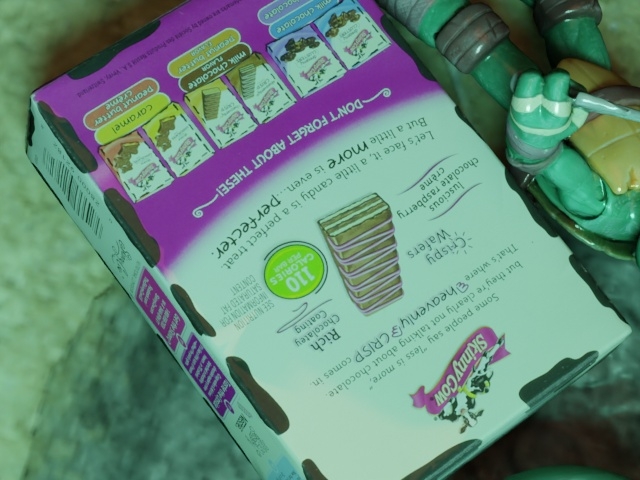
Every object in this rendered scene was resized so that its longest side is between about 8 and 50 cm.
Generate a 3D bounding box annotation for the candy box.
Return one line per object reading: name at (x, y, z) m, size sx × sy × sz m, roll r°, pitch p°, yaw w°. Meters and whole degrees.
candy box at (0.000, 0.000, 0.795) m, size 0.159 × 0.071 × 0.233 m, roll -33°, pitch 79°, yaw -20°

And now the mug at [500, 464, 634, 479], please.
mug at (0.092, 0.166, 0.737) m, size 0.129 × 0.097 × 0.158 m, roll 45°, pitch 69°, yaw 7°

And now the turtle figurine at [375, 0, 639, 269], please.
turtle figurine at (0.129, -0.059, 0.814) m, size 0.175 × 0.118 × 0.234 m, roll -11°, pitch 54°, yaw -44°
